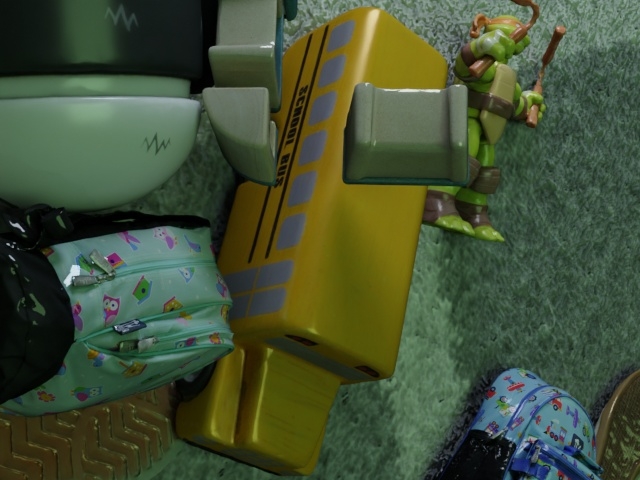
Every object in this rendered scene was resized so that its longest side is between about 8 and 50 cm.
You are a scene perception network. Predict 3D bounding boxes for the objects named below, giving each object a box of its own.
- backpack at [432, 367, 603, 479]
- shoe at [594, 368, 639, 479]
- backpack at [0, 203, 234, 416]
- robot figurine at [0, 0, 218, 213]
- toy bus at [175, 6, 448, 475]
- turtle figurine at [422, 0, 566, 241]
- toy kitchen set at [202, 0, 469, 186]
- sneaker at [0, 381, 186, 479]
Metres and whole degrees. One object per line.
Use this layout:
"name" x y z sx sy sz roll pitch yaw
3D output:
"backpack" 0.208 0.219 0.880 0.158 0.117 0.173 45 66 -30
"shoe" 0.324 0.233 1.007 0.076 0.058 0.219 36 65 0
"backpack" -0.141 0.043 0.563 0.182 0.152 0.115 -7 82 -51
"robot figurine" -0.161 -0.155 0.555 0.209 0.173 0.278 -3 96 -8
"toy bus" 0.000 0.000 0.683 0.108 0.130 0.332 30 61 -33
"turtle figurine" 0.140 -0.113 0.810 0.269 0.087 0.217 12 93 -69
"toy kitchen set" 0.016 -0.134 0.620 0.166 0.122 0.207 1 73 3
"sneaker" -0.214 0.162 0.589 0.302 0.121 0.108 -24 78 -50
